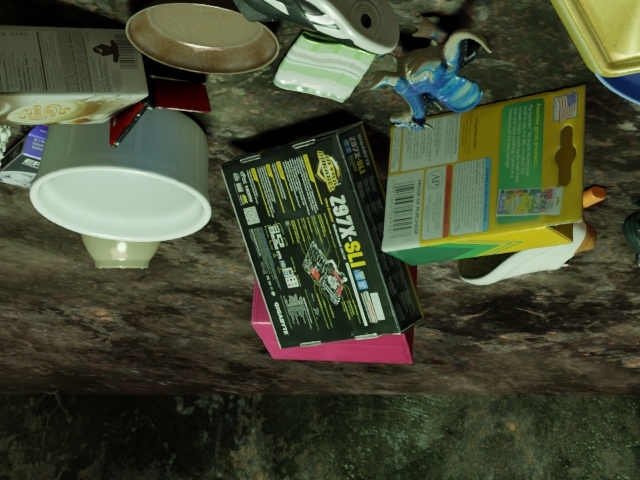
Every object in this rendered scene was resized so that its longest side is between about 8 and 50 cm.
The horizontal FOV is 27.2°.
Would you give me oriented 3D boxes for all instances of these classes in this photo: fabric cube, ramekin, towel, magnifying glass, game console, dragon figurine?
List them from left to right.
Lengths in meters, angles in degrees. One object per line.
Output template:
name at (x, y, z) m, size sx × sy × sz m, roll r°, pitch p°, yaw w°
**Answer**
ramekin at (-0.303, -0.111, 2.049) m, size 0.277 × 0.135 × 0.277 m, roll 3°, pitch 158°, yaw 1°
game console at (-0.226, -0.176, 1.839) m, size 0.085 × 0.124 × 0.144 m, roll 36°, pitch -168°, yaw -19°
towel at (0.005, -0.234, 1.794) m, size 0.113 × 0.023 × 0.152 m, roll 9°, pitch 161°, yaw -13°
fabric cube at (0.035, 0.065, 2.332) m, size 0.258 × 0.254 × 0.259 m, roll 1°, pitch 161°, yaw 8°
dragon figurine at (0.162, -0.218, 1.695) m, size 0.144 × 0.085 × 0.289 m, roll 17°, pitch 159°, yaw -31°
magnifying glass at (0.408, -0.049, 2.239) m, size 0.092 × 0.026 × 0.231 m, roll 12°, pitch 160°, yaw -19°

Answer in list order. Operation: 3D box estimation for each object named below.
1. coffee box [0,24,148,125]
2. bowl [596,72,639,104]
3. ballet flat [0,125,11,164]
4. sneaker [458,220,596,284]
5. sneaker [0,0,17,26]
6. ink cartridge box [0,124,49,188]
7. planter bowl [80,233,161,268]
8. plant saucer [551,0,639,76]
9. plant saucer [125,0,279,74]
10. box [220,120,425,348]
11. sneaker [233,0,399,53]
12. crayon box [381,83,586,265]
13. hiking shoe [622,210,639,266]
coffee box at (-0.371, -0.214, 1.728) m, size 0.247 × 0.098 × 0.141 m, roll -5°, pitch 171°, yaw -37°
bowl at (0.508, -0.248, 1.521) m, size 0.391 × 0.077 × 0.391 m, roll 5°, pitch 162°, yaw 2°
ballet flat at (-0.528, -0.184, 1.927) m, size 0.147 × 0.147 × 0.409 m, roll 5°, pitch 161°, yaw 1°
sneaker at (0.357, 0.027, 2.281) m, size 0.123 × 0.105 × 0.290 m, roll 19°, pitch 157°, yaw -27°
sneaker at (-0.449, -0.302, 1.646) m, size 0.071 × 0.066 × 0.188 m, roll 2°, pitch 161°, yaw 14°
ink cartridge box at (-0.417, -0.122, 2.222) m, size 0.206 × 0.045 × 0.208 m, roll 15°, pitch 158°, yaw -28°
planter bowl at (-0.361, -0.003, 2.398) m, size 0.162 × 0.109 × 0.162 m, roll 1°, pitch 178°, yaw 0°
plant saucer at (0.349, -0.284, 1.292) m, size 0.333 × 0.081 × 0.333 m, roll -7°, pitch 140°, yaw 35°
plant saucer at (-0.150, -0.272, 1.702) m, size 0.199 × 0.036 × 0.198 m, roll 4°, pitch 162°, yaw 1°
box at (0.000, 0.000, 2.056) m, size 0.257 × 0.322 × 0.079 m, roll -13°, pitch -171°, yaw 40°
sneaker at (-0.016, -0.283, 1.582) m, size 0.217 × 0.079 × 0.121 m, roll 29°, pitch 155°, yaw -33°
crayon box at (0.247, -0.087, 1.880) m, size 0.323 × 0.203 × 0.083 m, roll -9°, pitch 157°, yaw 37°
hiking shoe at (0.590, 0.027, 2.274) m, size 0.132 × 0.113 × 0.304 m, roll -12°, pitch 155°, yaw 41°
